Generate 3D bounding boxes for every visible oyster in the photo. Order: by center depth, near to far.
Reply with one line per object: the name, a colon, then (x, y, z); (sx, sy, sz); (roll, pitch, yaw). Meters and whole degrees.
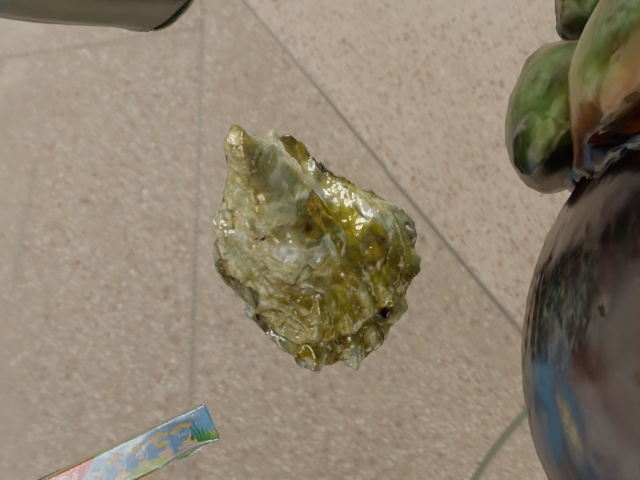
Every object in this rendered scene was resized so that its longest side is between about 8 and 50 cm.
oyster: (0.000, 0.000, 0.597); (0.045, 0.122, 0.146); (-2, 109, 39)

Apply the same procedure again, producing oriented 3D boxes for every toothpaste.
toothpaste: (-0.200, 0.229, 1.277); (0.193, 0.070, 0.044); (-24, 87, -15)

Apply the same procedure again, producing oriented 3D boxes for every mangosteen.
mangosteen: (0.209, 0.023, 0.468); (0.311, 0.311, 0.311); (-7, 69, 19)

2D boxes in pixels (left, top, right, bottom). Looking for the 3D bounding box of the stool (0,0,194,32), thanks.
stool: (-0.104, -0.134, 0.511); (0.096, 0.110, 0.096); (9, 103, 44)
